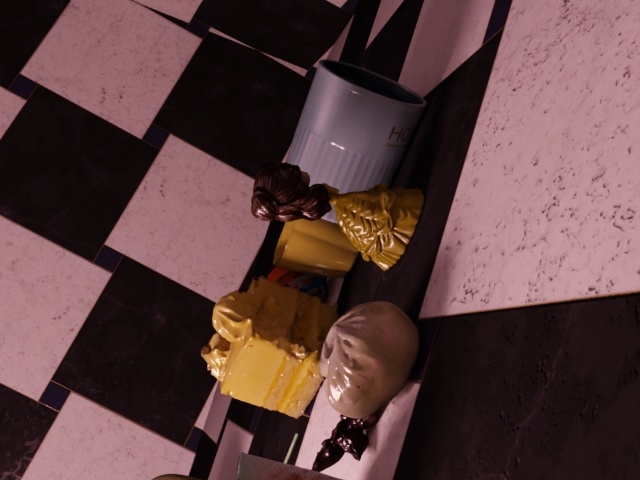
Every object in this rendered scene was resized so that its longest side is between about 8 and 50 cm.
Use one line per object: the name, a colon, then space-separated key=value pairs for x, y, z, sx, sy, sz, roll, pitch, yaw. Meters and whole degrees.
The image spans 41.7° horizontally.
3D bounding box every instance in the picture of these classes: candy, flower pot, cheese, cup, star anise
candy: x=-0.092 y=0.529 z=1.894 sx=0.201 sy=0.060 sz=0.060 roll=-65 pitch=8 yaw=-13
flower pot: x=0.000 y=0.000 z=2.035 sx=0.195 sy=0.179 sz=0.195 roll=-159 pitch=90 yaw=-82
cheese: x=-0.099 y=0.159 z=2.193 sx=0.329 sy=0.129 sz=0.217 roll=-43 pitch=-29 yaw=4
cup: x=0.061 y=-0.231 z=1.944 sx=0.331 sy=0.257 sz=0.311 roll=-98 pitch=28 yaw=-67
star anise: x=0.057 y=0.320 z=1.439 sx=0.212 sy=0.053 sz=0.157 roll=-53 pitch=15 yaw=-24

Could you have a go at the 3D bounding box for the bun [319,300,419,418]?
bun: x=0.064 y=0.189 z=1.370 sx=0.193 sy=0.128 sz=0.178 roll=-52 pitch=18 yaw=24

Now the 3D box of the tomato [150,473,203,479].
tomato: x=-0.390 y=0.804 z=2.400 sx=0.239 sy=0.303 sz=0.303 roll=-57 pitch=2 yaw=-29

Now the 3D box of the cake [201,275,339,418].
cake: x=-0.129 y=0.234 z=1.951 sx=0.222 sy=0.286 sz=0.227 roll=-84 pitch=17 yaw=-56

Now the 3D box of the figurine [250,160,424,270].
figurine: x=0.021 y=-0.073 z=1.657 sx=0.187 sy=0.315 sz=0.168 roll=148 pitch=141 yaw=-74

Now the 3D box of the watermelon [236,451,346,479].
watermelon: x=-0.006 y=0.402 z=1.242 sx=0.214 sy=0.289 sz=0.320 roll=-37 pitch=4 yaw=13
